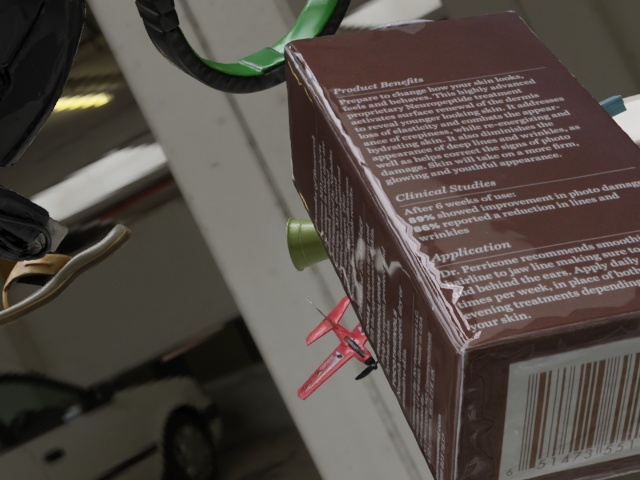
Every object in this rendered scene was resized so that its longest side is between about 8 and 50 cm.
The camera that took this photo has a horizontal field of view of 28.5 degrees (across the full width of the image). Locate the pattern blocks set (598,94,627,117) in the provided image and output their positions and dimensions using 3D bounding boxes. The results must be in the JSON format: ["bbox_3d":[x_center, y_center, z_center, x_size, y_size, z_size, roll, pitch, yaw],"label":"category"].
[{"bbox_3d":[0.166,-0.085,1.384,0.325,0.026,0.285,-25,4,-6],"label":"pattern blocks set"}]

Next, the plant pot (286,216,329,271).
[{"bbox_3d":[0.000,0.000,1.891,0.079,0.083,0.083,-9,4,16],"label":"plant pot"}]

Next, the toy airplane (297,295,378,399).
[{"bbox_3d":[0.023,0.097,1.266,0.151,0.028,0.151,-29,37,25],"label":"toy airplane"}]

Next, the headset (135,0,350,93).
[{"bbox_3d":[-0.092,-0.338,1.215,0.243,0.394,0.185,-29,42,-28],"label":"headset"}]

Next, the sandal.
[{"bbox_3d":[-0.259,0.030,1.195,0.180,0.049,0.072,-38,7,-26],"label":"sandal"}]

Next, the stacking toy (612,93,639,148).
[{"bbox_3d":[0.467,0.074,1.651,0.351,0.480,0.350,-18,30,11],"label":"stacking toy"}]

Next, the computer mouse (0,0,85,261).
[{"bbox_3d":[-0.237,-0.135,0.952,0.072,0.272,0.188,-11,-32,38],"label":"computer mouse"}]

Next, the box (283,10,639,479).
[{"bbox_3d":[0.111,-0.010,0.856,0.191,0.143,0.381,-9,38,-11],"label":"box"}]
